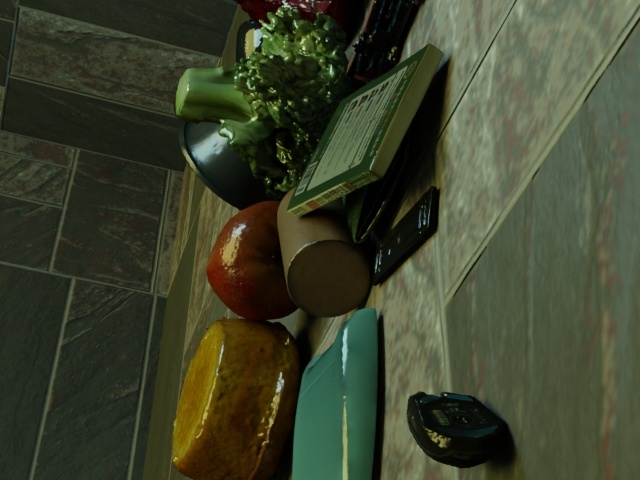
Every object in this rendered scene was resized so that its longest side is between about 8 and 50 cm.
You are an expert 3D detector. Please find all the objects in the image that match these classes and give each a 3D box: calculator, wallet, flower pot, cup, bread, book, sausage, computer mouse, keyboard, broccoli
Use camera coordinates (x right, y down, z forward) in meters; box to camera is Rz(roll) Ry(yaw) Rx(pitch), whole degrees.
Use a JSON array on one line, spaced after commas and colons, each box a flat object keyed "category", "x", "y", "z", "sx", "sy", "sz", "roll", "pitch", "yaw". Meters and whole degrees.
[{"category": "calculator", "x": 0.015, "y": 0.295, "z": 1.419, "sx": 0.256, "sy": 0.055, "sz": 0.386, "roll": 125, "pitch": 151, "yaw": -58}, {"category": "wallet", "x": 0.071, "y": -0.111, "z": 1.556, "sx": 0.236, "sy": 0.055, "sz": 0.160, "roll": -96, "pitch": 27, "yaw": -65}, {"category": "flower pot", "x": -0.130, "y": -0.195, "z": 2.162, "sx": 0.166, "sy": 0.269, "sz": 0.269, "roll": -47, "pitch": 26, "yaw": 25}, {"category": "cup", "x": -0.085, "y": -0.368, "z": 2.291, "sx": 0.223, "sy": 0.169, "sz": 0.176, "roll": 5, "pitch": -89, "yaw": -68}, {"category": "bread", "x": -0.140, "y": 0.278, "z": 1.814, "sx": 0.312, "sy": 0.172, "sz": 0.312, "roll": -165, "pitch": 90, "yaw": -77}, {"category": "book", "x": 0.054, "y": -0.142, "z": 1.471, "sx": 0.264, "sy": 0.027, "sz": 0.202, "roll": -23, "pitch": 37, "yaw": 63}, {"category": "sausage", "x": 0.000, "y": 0.000, "z": 1.606, "sx": 0.253, "sy": 0.123, "sz": 0.123, "roll": -101, "pitch": 27, "yaw": -63}, {"category": "computer mouse", "x": 0.123, "y": 0.178, "z": 1.015, "sx": 0.135, "sy": 0.079, "sz": 0.047, "roll": -125, "pitch": 38, "yaw": -68}, {"category": "keyboard", "x": 0.106, "y": -0.002, "z": 1.395, "sx": 0.204, "sy": 0.013, "sz": 0.061, "roll": 128, "pitch": 153, "yaw": -62}, {"category": "broccoli", "x": -0.065, "y": -0.228, "z": 1.801, "sx": 0.338, "sy": 0.318, "sz": 0.277, "roll": 55, "pitch": 143, "yaw": 29}]

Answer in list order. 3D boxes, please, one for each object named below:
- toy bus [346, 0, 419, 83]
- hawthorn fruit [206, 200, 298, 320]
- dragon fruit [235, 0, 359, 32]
[{"category": "toy bus", "x": 0.101, "y": -0.345, "z": 1.625, "sx": 0.096, "sy": 0.074, "sz": 0.234, "roll": -83, "pitch": 12, "yaw": -53}, {"category": "hawthorn fruit", "x": -0.108, "y": 0.041, "z": 1.811, "sx": 0.225, "sy": 0.197, "sz": 0.196, "roll": -19, "pitch": 58, "yaw": 54}, {"category": "dragon fruit", "x": -0.036, "y": -0.519, "z": 2.007, "sx": 0.302, "sy": 0.240, "sz": 0.330, "roll": 9, "pitch": 94, "yaw": 58}]
